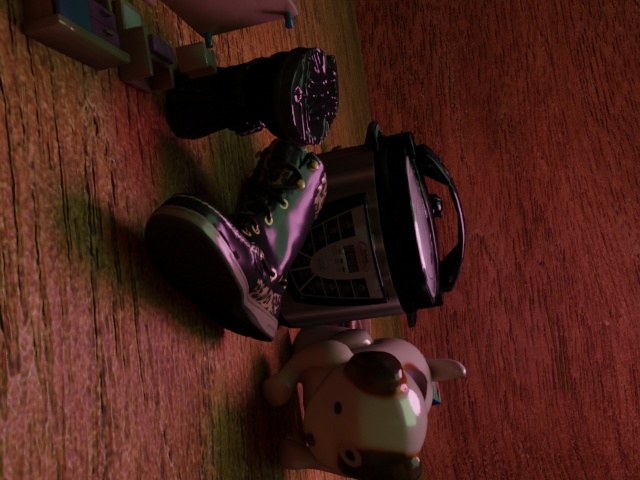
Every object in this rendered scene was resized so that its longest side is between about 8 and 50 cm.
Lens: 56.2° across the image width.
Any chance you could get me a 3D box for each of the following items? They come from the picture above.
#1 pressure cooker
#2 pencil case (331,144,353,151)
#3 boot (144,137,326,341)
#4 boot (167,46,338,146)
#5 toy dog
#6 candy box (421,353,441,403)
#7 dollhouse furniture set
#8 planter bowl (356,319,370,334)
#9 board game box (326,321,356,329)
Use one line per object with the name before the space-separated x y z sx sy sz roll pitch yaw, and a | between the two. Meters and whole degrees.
pressure cooker | 0.085 -0.022 1.253 0.370 0.420 0.376 58 26 -59
pencil case | 0.096 -0.132 1.944 0.167 0.160 0.386 64 22 -51
boot | -0.102 -0.033 0.898 0.377 0.138 0.284 66 42 -58
boot | -0.116 -0.213 0.902 0.348 0.260 0.131 -61 151 -74
toy dog | 0.090 0.322 1.132 0.408 0.395 0.285 25 64 -84
candy box | 0.185 0.415 1.678 0.317 0.268 0.122 45 33 -68
dollhouse furniture set | -0.159 -0.336 0.716 0.286 0.303 0.198 4 78 -76
planter bowl | 0.072 0.215 1.695 0.162 0.109 0.162 -10 90 -77
board game box | 0.033 0.193 1.492 0.027 0.145 0.281 38 32 -22
